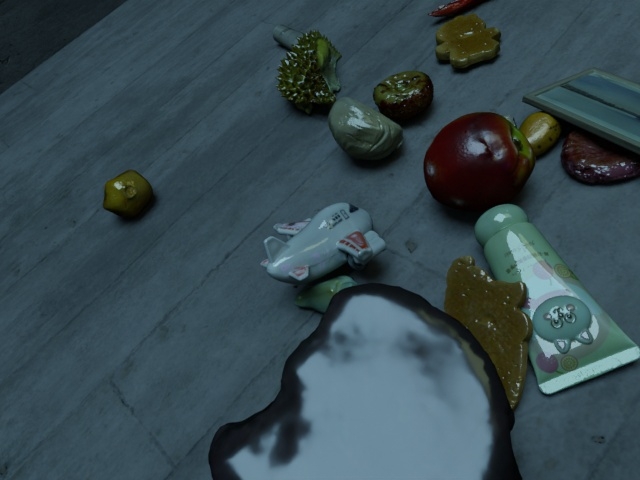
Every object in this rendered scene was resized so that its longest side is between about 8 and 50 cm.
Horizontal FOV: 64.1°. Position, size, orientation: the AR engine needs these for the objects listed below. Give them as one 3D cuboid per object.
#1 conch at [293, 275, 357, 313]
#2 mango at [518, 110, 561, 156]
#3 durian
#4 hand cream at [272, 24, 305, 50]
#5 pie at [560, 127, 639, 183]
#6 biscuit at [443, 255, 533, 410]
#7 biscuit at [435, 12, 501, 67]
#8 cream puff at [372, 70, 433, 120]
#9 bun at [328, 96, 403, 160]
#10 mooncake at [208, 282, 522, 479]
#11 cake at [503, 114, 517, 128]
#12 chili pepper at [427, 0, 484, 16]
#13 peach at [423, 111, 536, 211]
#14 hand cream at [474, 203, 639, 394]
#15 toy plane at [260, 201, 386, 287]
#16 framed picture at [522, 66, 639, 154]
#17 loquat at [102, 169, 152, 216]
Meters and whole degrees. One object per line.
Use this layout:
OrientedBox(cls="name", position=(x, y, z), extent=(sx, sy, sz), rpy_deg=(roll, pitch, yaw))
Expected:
OrientedBox(cls="conch", position=(0.030, 0.094, 0.939), extent=(0.180, 0.065, 0.088), rpy_deg=(-6, 52, 31))
OrientedBox(cls="mango", position=(0.430, -0.210, 1.019), extent=(0.114, 0.057, 0.079), rpy_deg=(-43, 56, -10))
OrientedBox(cls="durian", position=(-0.025, -0.446, 1.376), extent=(0.172, 0.166, 0.306), rpy_deg=(-43, 34, 28))
OrientedBox(cls="hand cream", position=(-0.084, -0.628, 1.599), extent=(0.087, 0.054, 0.186), rpy_deg=(-46, 56, -10))
OrientedBox(cls="pie", position=(0.527, -0.164, 0.949), extent=(0.154, 0.038, 0.153), rpy_deg=(-11, 50, 13))
OrientedBox(cls="biscuit", position=(0.256, 0.139, 0.794), extent=(0.162, 0.035, 0.250), rpy_deg=(-31, 54, 36))
OrientedBox(cls="biscuit", position=(0.369, -0.510, 1.308), extent=(0.166, 0.036, 0.225), rpy_deg=(-19, 45, 8))
OrientedBox(cls="cream puff", position=(0.197, -0.336, 1.206), extent=(0.149, 0.084, 0.149), rpy_deg=(-12, 40, 10))
OrientedBox(cls="bun", position=(0.094, -0.241, 1.150), extent=(0.113, 0.167, 0.173), rpy_deg=(-60, 32, 19))
OrientedBox(cls="mooncake", position=(0.070, 0.277, 0.672), extent=(0.381, 0.212, 0.350), rpy_deg=(-34, 52, -9))
OrientedBox(cls="cake", position=(0.347, -0.231, 1.075), extent=(0.121, 0.065, 0.052), rpy_deg=(22, 61, 43))
OrientedBox(cls="chili pepper", position=(0.420, -0.669, 1.403), extent=(0.268, 0.050, 0.059), rpy_deg=(-28, 26, 2))
OrientedBox(cls="peach", position=(0.281, -0.136, 0.944), extent=(0.197, 0.197, 0.197), rpy_deg=(-12, 49, 15))
OrientedBox(cls="hand cream", position=(0.345, 0.077, 0.811), extent=(0.147, 0.093, 0.305), rpy_deg=(-26, 56, 9))
OrientedBox(cls="toy plane", position=(0.001, 0.004, 0.966), extent=(0.252, 0.118, 0.252), rpy_deg=(-10, 24, 5))
OrientedBox(cls="framed picture", position=(0.573, -0.253, 0.977), extent=(0.213, 0.016, 0.289), rpy_deg=(-25, 44, -19))
OrientedBox(cls="loquat", position=(-0.506, -0.122, 1.328), extent=(0.137, 0.113, 0.137), rpy_deg=(-31, 38, 28))
